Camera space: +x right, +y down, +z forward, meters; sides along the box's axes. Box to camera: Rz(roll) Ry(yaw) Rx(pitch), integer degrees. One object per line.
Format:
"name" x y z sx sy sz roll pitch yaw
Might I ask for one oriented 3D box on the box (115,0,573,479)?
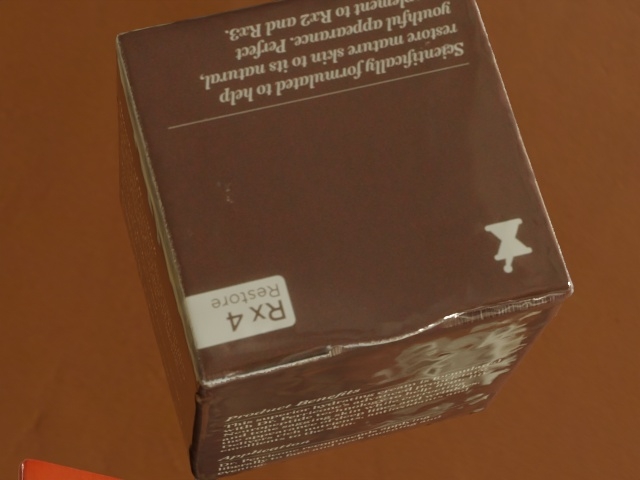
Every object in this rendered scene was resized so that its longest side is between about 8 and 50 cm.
"box" 0.000 0.000 0.825 0.168 0.203 0.167 -12 -109 -10

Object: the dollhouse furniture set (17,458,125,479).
"dollhouse furniture set" -0.142 0.228 1.032 0.135 0.262 0.259 -62 -156 29
